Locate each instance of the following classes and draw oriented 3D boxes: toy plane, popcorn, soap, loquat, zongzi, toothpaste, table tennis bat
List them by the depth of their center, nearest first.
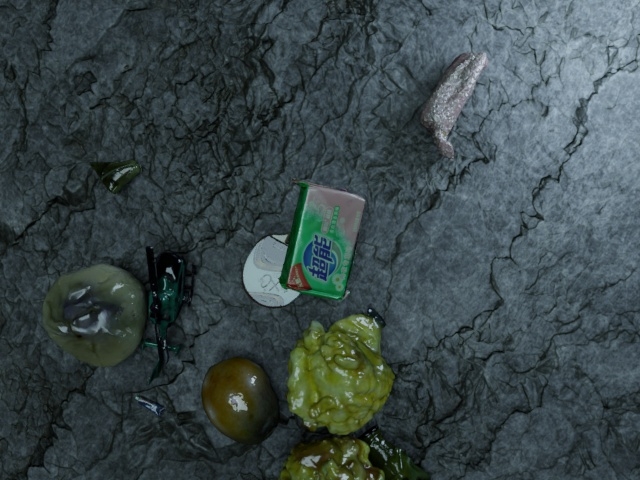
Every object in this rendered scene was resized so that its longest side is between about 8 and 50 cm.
[{"bbox_3d":[0.035,0.605,1.384,0.282,0.282,0.247,28,126,3],"label":"popcorn"},{"bbox_3d":[0.036,0.320,1.413,0.237,0.293,0.293,-37,88,24],"label":"popcorn"},{"bbox_3d":[0.000,0.000,1.468,0.217,0.098,0.273,13,91,-12],"label":"soap"},{"bbox_3d":[-0.199,0.404,1.472,0.179,0.179,0.227,-28,85,4],"label":"loquat"},{"bbox_3d":[-0.399,0.177,1.494,0.106,0.155,0.382,12,109,3],"label":"toy plane"},{"bbox_3d":[-0.089,0.037,1.529,0.173,0.022,0.301,30,95,1],"label":"table tennis bat"},{"bbox_3d":[-0.539,-0.197,1.543,0.109,0.055,0.119,-40,77,2],"label":"zongzi"},{"bbox_3d":[-0.458,0.438,1.566,0.083,0.019,0.027,28,69,2],"label":"toothpaste"}]

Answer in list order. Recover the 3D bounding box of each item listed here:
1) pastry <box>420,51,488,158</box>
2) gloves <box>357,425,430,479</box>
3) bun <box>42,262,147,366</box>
[{"bbox_3d":[0.321,-0.344,1.450,0.112,0.103,0.265,21,91,11],"label":"pastry"},{"bbox_3d":[0.194,0.590,1.483,0.268,0.107,0.135,45,125,0],"label":"gloves"},{"bbox_3d":[-0.578,0.190,1.496,0.272,0.168,0.273,0,94,1],"label":"bun"}]
